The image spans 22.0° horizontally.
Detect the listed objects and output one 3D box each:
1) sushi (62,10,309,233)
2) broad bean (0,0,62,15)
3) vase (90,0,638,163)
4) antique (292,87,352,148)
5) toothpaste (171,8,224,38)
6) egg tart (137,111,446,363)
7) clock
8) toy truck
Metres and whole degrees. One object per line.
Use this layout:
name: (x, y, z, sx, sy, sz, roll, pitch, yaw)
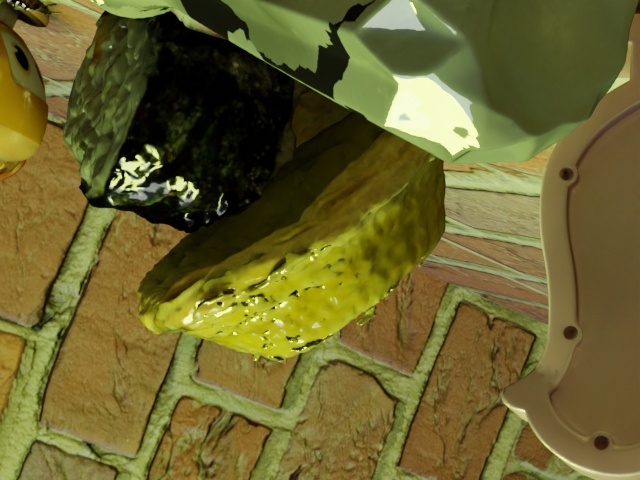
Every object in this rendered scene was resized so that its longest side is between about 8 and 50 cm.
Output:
sushi: (-0.132, -0.120, 1.532, 0.170, 0.211, 0.350, 18, -177, -18)
broad bean: (-0.416, -0.298, 1.670, 0.318, 0.056, 0.098, 18, 173, -38)
vase: (-0.002, -0.151, 0.887, 0.165, 0.165, 0.360, 25, 179, -42)
antique: (-0.053, -0.133, 1.722, 0.310, 0.087, 0.093, 20, 174, 24)
toothpaste: (0.014, -0.159, 1.255, 0.323, 0.066, 0.100, 17, 172, -10)
egg tart: (0.000, 0.000, 1.453, 0.132, 0.345, 0.345, 53, 170, -9)
clock: (0.264, 0.028, 0.961, 0.290, 0.275, 0.080, 16, 171, 17)
toy truck: (-0.435, -0.205, 1.876, 0.288, 0.212, 0.204, 24, 177, 10)
